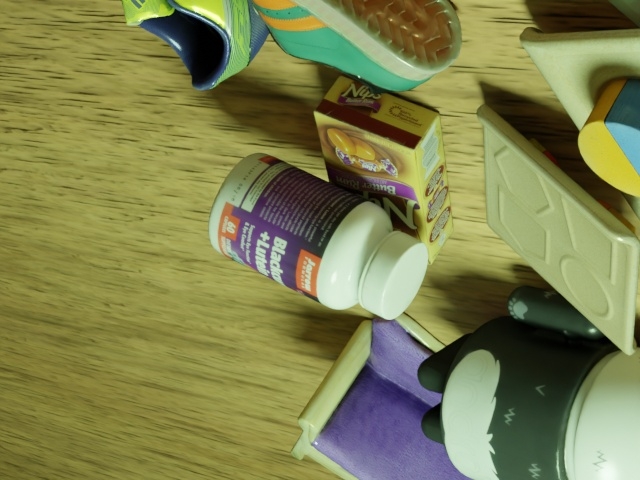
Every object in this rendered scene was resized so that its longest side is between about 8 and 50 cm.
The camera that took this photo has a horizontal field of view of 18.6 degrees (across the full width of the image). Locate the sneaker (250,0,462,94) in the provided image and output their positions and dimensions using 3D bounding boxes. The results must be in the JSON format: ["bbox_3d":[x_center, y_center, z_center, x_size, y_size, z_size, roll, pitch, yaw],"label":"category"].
[{"bbox_3d":[-0.030,-0.222,1.620,0.302,0.108,0.121,39,150,-12],"label":"sneaker"}]

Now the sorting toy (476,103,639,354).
[{"bbox_3d":[0.215,-0.012,1.719,0.193,0.038,0.208,45,165,30],"label":"sorting toy"}]

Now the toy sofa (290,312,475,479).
[{"bbox_3d":[0.158,0.246,2.139,0.362,0.150,0.177,33,155,4],"label":"toy sofa"}]

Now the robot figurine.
[{"bbox_3d":[0.231,0.168,1.903,0.278,0.173,0.209,12,157,39],"label":"robot figurine"}]

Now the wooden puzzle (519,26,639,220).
[{"bbox_3d":[0.338,-0.033,1.504,0.348,0.080,0.322,8,146,49],"label":"wooden puzzle"}]

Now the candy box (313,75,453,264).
[{"bbox_3d":[0.063,-0.064,1.842,0.109,0.053,0.186,23,153,23],"label":"candy box"}]

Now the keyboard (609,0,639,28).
[{"bbox_3d":[0.306,-0.139,1.477,0.256,0.014,0.072,39,149,-10],"label":"keyboard"}]

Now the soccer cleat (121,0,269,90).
[{"bbox_3d":[-0.148,-0.254,1.689,0.093,0.121,0.289,1,138,50],"label":"soccer cleat"}]

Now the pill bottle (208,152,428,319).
[{"bbox_3d":[0.000,0.000,1.840,0.193,0.108,0.108,25,152,25],"label":"pill bottle"}]
